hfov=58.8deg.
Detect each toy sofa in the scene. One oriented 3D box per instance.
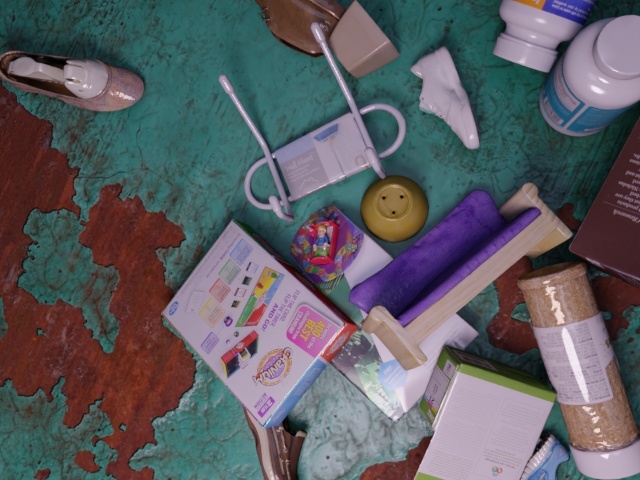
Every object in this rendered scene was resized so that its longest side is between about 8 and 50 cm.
[{"bbox_3d":[0.229,0.046,0.985,0.363,0.150,0.177,-37,79,-11],"label":"toy sofa"}]

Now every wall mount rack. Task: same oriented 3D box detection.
[{"bbox_3d":[-0.029,-0.215,1.085,0.350,0.130,0.303,-25,77,12],"label":"wall mount rack"}]

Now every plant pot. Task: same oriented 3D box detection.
[{"bbox_3d":[0.078,-0.381,1.112,0.096,0.109,0.109,-40,81,16],"label":"plant pot"},{"bbox_3d":[0.139,-0.065,1.077,0.135,0.095,0.134,-1,86,8],"label":"plant pot"}]

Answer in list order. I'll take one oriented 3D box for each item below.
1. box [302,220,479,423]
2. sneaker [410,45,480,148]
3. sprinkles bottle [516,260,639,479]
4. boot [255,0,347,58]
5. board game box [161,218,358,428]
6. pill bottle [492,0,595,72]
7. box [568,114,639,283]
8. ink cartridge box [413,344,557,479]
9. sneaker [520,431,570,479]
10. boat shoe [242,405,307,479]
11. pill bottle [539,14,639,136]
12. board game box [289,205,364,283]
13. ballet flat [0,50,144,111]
[{"bbox_3d":[0.101,0.151,1.085,0.322,0.058,0.232,42,92,11],"label":"box"},{"bbox_3d":[0.239,-0.261,1.097,0.094,0.080,0.212,-23,75,18],"label":"sneaker"},{"bbox_3d":[0.451,0.218,0.982,0.121,0.121,0.355,-18,88,7],"label":"sprinkles bottle"},{"bbox_3d":[-0.096,-0.479,1.145,0.305,0.112,0.115,33,101,7],"label":"boot"},{"bbox_3d":[-0.123,0.148,1.063,0.317,0.064,0.242,41,97,26],"label":"board game box"},{"bbox_3d":[0.412,-0.448,1.004,0.153,0.152,0.271,23,115,9],"label":"pill bottle"},{"bbox_3d":[0.579,-0.109,0.930,0.143,0.191,0.381,33,100,40],"label":"box"},{"bbox_3d":[0.267,0.341,1.003,0.189,0.097,0.255,20,97,-9],"label":"ink cartridge box"},{"bbox_3d":[0.388,0.429,1.019,0.073,0.063,0.162,37,92,6],"label":"sneaker"},{"bbox_3d":[-0.069,0.386,1.075,0.095,0.095,0.257,-21,82,0],"label":"boat shoe"},{"bbox_3d":[0.472,-0.276,0.959,0.147,0.264,0.146,-1,86,8],"label":"pill bottle"},{"bbox_3d":[0.000,0.000,1.077,0.133,0.033,0.168,-46,44,3],"label":"board game box"},{"bbox_3d":[-0.534,-0.339,1.192,0.317,0.106,0.107,8,87,9],"label":"ballet flat"}]
